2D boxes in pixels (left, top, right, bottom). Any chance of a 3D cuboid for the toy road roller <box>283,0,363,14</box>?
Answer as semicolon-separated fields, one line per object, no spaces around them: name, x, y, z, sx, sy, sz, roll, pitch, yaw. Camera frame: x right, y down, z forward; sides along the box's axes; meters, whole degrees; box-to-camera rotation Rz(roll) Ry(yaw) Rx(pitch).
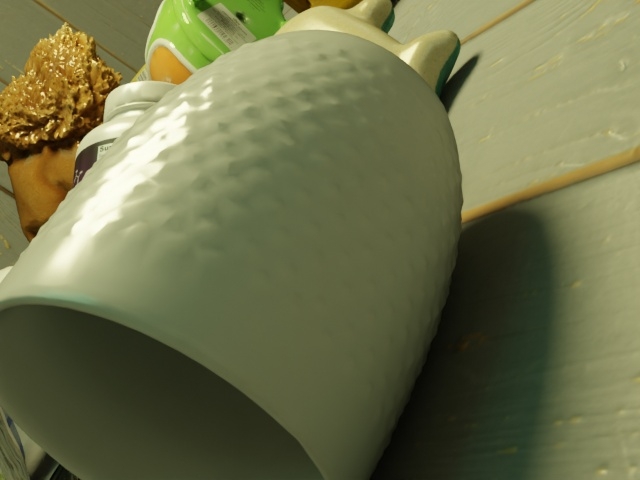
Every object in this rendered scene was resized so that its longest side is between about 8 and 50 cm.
toy road roller;0.021;-0.406;1.759;0.202;0.241;0.329;-38;-17;12

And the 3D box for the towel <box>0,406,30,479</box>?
towel;-0.502;0.281;1.878;0.034;0.209;0.285;-24;9;-12

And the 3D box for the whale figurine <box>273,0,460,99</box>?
whale figurine;0.045;-0.158;1.296;0.272;0.141;0.216;3;64;44

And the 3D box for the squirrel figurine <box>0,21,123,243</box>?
squirrel figurine;-0.403;-0.185;2.180;0.370;0.397;0.281;-25;22;38

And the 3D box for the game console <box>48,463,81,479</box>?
game console;-0.293;0.335;1.391;0.213;0.044;0.361;-54;16;-1

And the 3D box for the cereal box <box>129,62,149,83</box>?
cereal box;-0.286;-0.287;2.388;0.240;0.047;0.173;-8;-25;-45

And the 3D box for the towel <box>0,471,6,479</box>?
towel;-0.540;0.443;1.930;0.148;0.027;0.110;-56;14;0

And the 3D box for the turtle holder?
turtle holder;-0.179;-0.348;2.074;0.227;0.243;0.320;-44;31;34

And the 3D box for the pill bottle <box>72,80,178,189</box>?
pill bottle;-0.204;-0.017;1.410;0.181;0.181;0.323;-35;48;52

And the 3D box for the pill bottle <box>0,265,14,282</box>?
pill bottle;-0.434;0.138;1.763;0.160;0.283;0.160;-50;16;19

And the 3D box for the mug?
mug;-0.044;0.042;0.904;0.374;0.276;0.328;95;-159;-53
